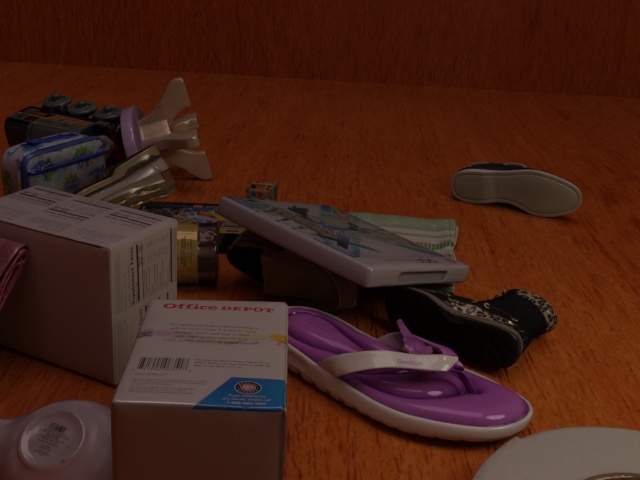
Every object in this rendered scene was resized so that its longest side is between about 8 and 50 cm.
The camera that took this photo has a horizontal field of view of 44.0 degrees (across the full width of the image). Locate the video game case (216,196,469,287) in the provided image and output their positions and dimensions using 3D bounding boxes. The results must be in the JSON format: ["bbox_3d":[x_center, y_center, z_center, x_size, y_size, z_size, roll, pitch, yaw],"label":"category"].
[{"bbox_3d":[0.041,-0.001,1.330,0.329,0.036,0.300,25,14,36],"label":"video game case"}]

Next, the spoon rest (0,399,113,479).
[{"bbox_3d":[-0.343,0.219,0.895,0.276,0.084,0.137,17,53,17],"label":"spoon rest"}]

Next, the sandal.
[{"bbox_3d":[0.083,0.159,1.082,0.416,0.102,0.169,16,25,29],"label":"sandal"}]

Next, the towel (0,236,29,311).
[{"bbox_3d":[-0.575,0.068,1.054,0.329,0.237,0.037,16,-19,16],"label":"towel"}]

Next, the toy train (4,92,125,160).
[{"bbox_3d":[-0.640,-0.274,2.030,0.334,0.142,0.190,16,37,23],"label":"toy train"}]

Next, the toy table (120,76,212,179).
[{"bbox_3d":[-0.366,-0.243,1.877,0.161,0.252,0.274,-16,35,-2],"label":"toy table"}]

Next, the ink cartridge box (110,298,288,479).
[{"bbox_3d":[-0.123,0.189,0.887,0.171,0.168,0.232,3,22,-2],"label":"ink cartridge box"}]

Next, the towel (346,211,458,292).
[{"bbox_3d":[0.145,0.012,1.546,0.248,0.038,0.325,5,22,7],"label":"towel"}]

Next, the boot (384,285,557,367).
[{"bbox_3d":[0.238,0.117,1.248,0.236,0.085,0.179,20,23,35],"label":"boot"}]

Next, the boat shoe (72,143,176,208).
[{"bbox_3d":[-0.413,-0.060,1.493,0.302,0.103,0.113,-33,16,-8],"label":"boat shoe"}]

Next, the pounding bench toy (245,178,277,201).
[{"bbox_3d":[-0.136,-0.097,1.754,0.065,0.052,0.083,6,22,8],"label":"pounding bench toy"}]

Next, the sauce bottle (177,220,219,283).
[{"bbox_3d":[-0.346,0.019,1.357,0.344,0.111,0.111,1,22,-5],"label":"sauce bottle"}]

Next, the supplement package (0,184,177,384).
[{"bbox_3d":[-0.353,0.056,1.137,0.262,0.204,0.145,14,23,24],"label":"supplement package"}]

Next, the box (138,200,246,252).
[{"bbox_3d":[-0.250,-0.028,1.575,0.233,0.044,0.159,2,22,-2],"label":"box"}]

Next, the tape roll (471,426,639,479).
[{"bbox_3d":[0.328,0.318,0.766,0.392,0.072,0.392,3,23,-1],"label":"tape roll"}]

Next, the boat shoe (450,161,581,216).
[{"bbox_3d":[0.459,-0.130,1.844,0.303,0.114,0.091,14,30,24],"label":"boat shoe"}]

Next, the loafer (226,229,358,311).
[{"bbox_3d":[-0.054,0.057,1.329,0.268,0.102,0.092,23,38,36],"label":"loafer"}]

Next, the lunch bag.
[{"bbox_3d":[-0.531,-0.124,1.599,0.090,0.176,0.219,15,24,27],"label":"lunch bag"}]
